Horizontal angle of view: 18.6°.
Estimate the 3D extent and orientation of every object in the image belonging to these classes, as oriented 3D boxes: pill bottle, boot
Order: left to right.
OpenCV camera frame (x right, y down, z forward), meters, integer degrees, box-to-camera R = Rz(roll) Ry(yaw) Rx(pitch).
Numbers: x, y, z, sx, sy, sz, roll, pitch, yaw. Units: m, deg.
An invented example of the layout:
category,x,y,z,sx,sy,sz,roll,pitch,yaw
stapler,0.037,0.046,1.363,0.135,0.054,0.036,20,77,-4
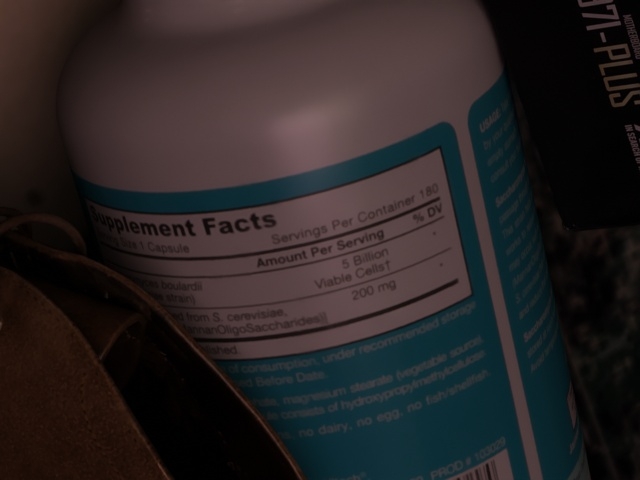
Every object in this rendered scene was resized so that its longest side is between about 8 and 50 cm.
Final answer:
category,x,y,z,sx,sy,sz,roll,pitch,yaw
boot,-0.107,0.013,0.585,0.305,0.115,0.112,51,42,-2
pill bottle,0.000,0.000,0.647,0.146,0.146,0.264,-19,112,-14

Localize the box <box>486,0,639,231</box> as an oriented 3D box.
category,x,y,z,sx,sy,sz,roll,pitch,yaw
box,0.123,-0.112,0.642,0.180,0.078,0.147,-49,125,-49
